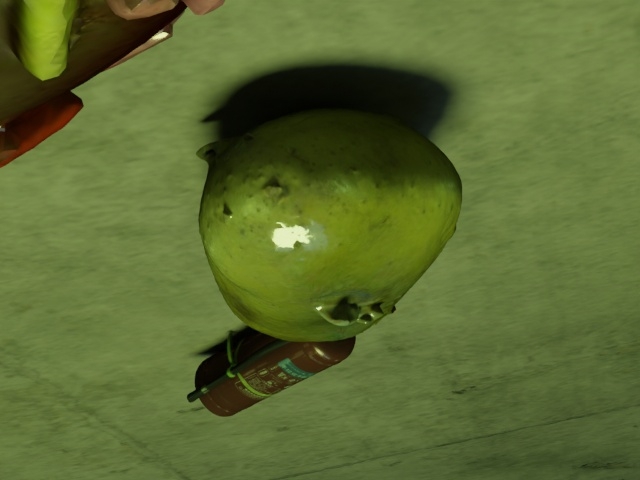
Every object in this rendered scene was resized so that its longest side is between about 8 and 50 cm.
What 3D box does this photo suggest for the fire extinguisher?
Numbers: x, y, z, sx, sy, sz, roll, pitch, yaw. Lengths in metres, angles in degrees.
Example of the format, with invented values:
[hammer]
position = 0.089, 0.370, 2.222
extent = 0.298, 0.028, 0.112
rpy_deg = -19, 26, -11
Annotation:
[fire extinguisher]
position = -0.019, 0.060, 0.987
extent = 0.056, 0.039, 0.132
rpy_deg = -7, 165, -41

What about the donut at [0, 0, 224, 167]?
[donut]
position = -0.143, -0.083, 0.318
extent = 0.345, 0.136, 0.259
rpy_deg = -13, 159, 11

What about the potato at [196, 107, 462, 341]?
[potato]
position = 0.000, 0.000, 0.737
extent = 0.105, 0.085, 0.188
rpy_deg = -6, 166, -9
